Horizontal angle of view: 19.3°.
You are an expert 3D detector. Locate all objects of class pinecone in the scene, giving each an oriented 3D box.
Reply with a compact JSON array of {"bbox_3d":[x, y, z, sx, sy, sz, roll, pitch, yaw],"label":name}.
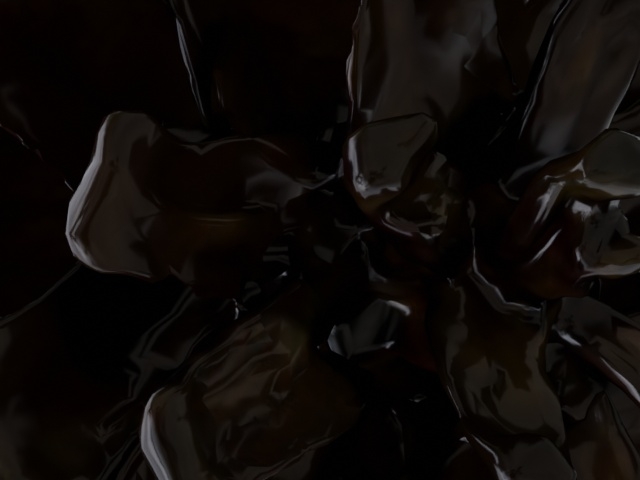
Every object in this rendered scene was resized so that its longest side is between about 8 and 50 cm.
[{"bbox_3d":[0.000,0.000,0.677,0.398,0.398,0.397,17,-119,-32],"label":"pinecone"}]
